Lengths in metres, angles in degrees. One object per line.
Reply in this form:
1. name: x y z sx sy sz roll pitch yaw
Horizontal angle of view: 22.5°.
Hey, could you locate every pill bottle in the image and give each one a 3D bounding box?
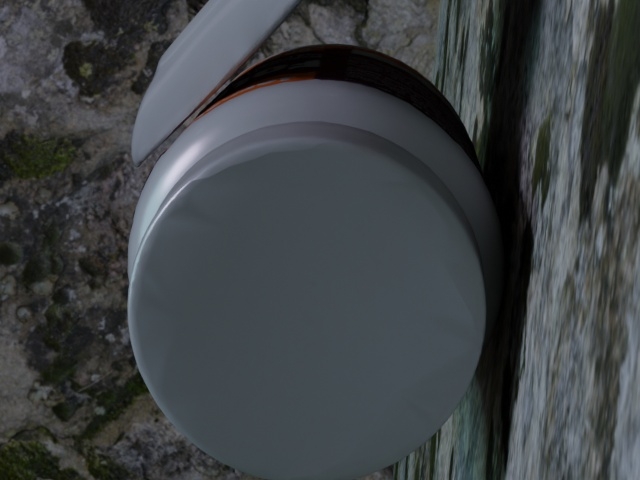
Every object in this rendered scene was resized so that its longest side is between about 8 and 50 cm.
1. pill bottle: 0.000 0.000 1.018 0.392 0.224 0.224 -79 -6 -78

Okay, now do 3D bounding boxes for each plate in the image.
1. plate: -0.003 -0.192 1.033 0.278 0.045 0.277 -51 9 -37
